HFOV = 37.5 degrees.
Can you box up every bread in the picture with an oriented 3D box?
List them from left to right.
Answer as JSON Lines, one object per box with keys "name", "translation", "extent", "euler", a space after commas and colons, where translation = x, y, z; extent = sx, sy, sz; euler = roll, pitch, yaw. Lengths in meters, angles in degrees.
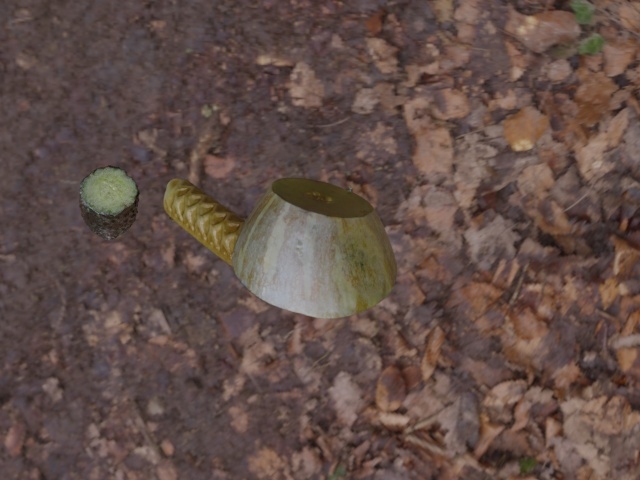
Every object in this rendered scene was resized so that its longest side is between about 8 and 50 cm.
{"name": "bread", "translation": [-0.155, -0.014, 1.524], "extent": [0.367, 0.077, 0.084], "euler": [35, 134, 48]}

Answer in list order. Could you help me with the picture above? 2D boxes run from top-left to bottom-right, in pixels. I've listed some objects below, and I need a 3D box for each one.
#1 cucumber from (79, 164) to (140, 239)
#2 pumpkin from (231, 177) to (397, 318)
{"name": "cucumber", "translation": [-0.258, -0.034, 1.153], "extent": [0.067, 0.293, 0.068], "euler": [2, 83, -12]}
{"name": "pumpkin", "translation": [-0.003, -0.011, 1.196], "extent": [0.217, 0.217, 0.110], "euler": [17, 124, 20]}
